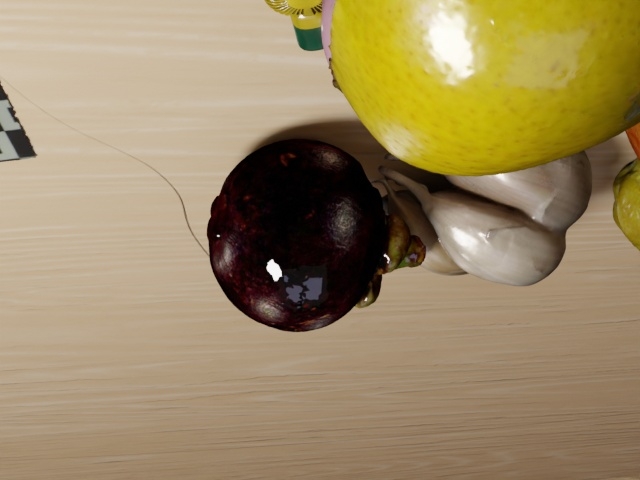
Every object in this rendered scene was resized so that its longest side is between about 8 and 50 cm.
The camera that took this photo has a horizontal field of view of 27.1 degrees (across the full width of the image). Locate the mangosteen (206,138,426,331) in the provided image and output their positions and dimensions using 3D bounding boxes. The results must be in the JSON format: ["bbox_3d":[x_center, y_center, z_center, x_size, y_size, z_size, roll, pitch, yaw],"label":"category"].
[{"bbox_3d":[0.000,0.000,1.549,0.265,0.228,0.228,12,150,-18],"label":"mangosteen"}]

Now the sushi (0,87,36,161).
[{"bbox_3d":[-0.505,-0.115,1.353,0.359,0.064,0.343,-7,155,0],"label":"sushi"}]

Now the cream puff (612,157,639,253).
[{"bbox_3d":[0.516,-0.035,1.686,0.282,0.185,0.282,-5,152,-3],"label":"cream puff"}]

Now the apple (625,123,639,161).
[{"bbox_3d":[0.477,-0.127,1.380,0.309,0.250,0.277,-10,148,2],"label":"apple"}]

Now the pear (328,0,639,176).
[{"bbox_3d":[0.196,-0.184,0.973,0.340,0.191,0.386,-21,155,-40],"label":"pear"}]

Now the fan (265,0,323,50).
[{"bbox_3d":[-0.011,-0.229,1.282,0.082,0.039,0.155,-10,156,4],"label":"fan"}]

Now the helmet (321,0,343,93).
[{"bbox_3d":[0.099,-0.229,1.186,0.198,0.154,0.253,-6,135,-54],"label":"helmet"}]

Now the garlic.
[{"bbox_3d":[0.208,-0.048,1.658,0.237,0.210,0.292,17,179,40],"label":"garlic"}]
